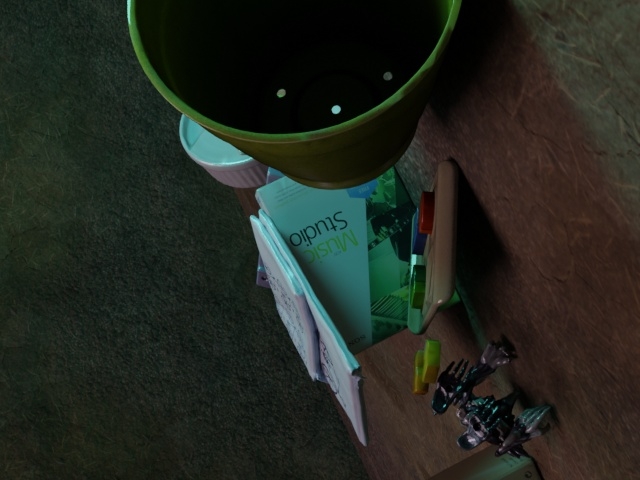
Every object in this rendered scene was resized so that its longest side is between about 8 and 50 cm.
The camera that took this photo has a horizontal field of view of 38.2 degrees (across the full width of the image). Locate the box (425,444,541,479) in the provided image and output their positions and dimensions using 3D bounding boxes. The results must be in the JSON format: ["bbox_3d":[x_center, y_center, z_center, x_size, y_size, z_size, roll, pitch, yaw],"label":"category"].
[{"bbox_3d":[0.232,0.485,1.610,0.121,0.311,0.148,66,169,-7],"label":"box"}]

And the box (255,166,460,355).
[{"bbox_3d":[0.062,0.012,1.560,0.322,0.232,0.058,63,171,3],"label":"box"}]

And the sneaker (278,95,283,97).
[{"bbox_3d":[-0.120,-0.345,1.871,0.384,0.147,0.145,38,171,22],"label":"sneaker"}]

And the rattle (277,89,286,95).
[{"bbox_3d":[-0.089,-0.312,1.620,0.130,0.199,0.143,60,166,4],"label":"rattle"}]

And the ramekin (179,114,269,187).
[{"bbox_3d":[-0.158,-0.236,2.003,0.273,0.273,0.127,57,178,36],"label":"ramekin"}]

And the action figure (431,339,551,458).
[{"bbox_3d":[0.267,0.250,1.406,0.164,0.141,0.275,51,-169,24],"label":"action figure"}]

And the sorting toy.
[{"bbox_3d":[0.154,0.061,1.355,0.229,0.041,0.307,106,169,-72],"label":"sorting toy"}]

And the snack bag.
[{"bbox_3d":[-0.013,0.158,1.533,0.342,0.037,0.323,57,167,31],"label":"snack bag"}]

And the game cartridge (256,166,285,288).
[{"bbox_3d":[0.000,0.000,1.759,0.355,0.230,0.068,100,-171,-52],"label":"game cartridge"}]

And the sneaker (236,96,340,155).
[{"bbox_3d":[-0.035,-0.189,1.666,0.297,0.129,0.111,2,131,45],"label":"sneaker"}]

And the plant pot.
[{"bbox_3d":[-0.005,-0.226,1.151,0.366,0.366,0.353,61,180,19],"label":"plant pot"}]
